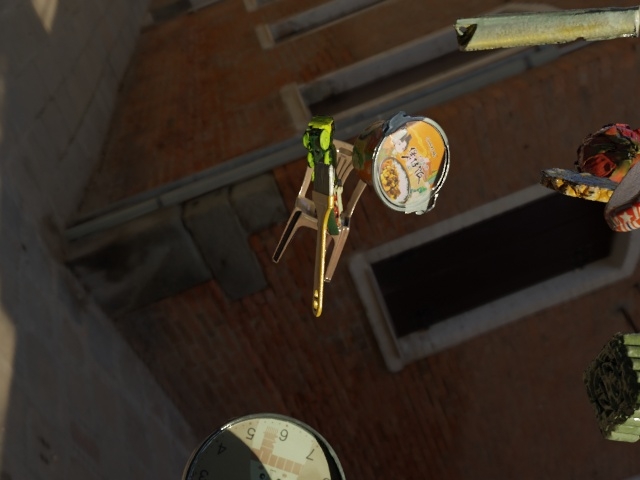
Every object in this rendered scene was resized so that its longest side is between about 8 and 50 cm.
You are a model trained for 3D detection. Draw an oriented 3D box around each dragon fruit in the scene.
[{"bbox_3d":[0.839,-0.233,2.411,0.293,0.233,0.234,114,-44,-70],"label":"dragon fruit"}]

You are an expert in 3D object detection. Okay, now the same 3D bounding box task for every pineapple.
[{"bbox_3d":[0.586,-0.117,1.903,0.221,0.221,0.047,-107,-155,-74],"label":"pineapple"}]

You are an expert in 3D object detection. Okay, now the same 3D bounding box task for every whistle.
[{"bbox_3d":[0.403,-0.384,1.545,0.068,0.326,0.057,67,30,-49],"label":"whistle"}]

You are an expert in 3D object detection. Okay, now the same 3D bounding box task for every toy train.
[{"bbox_3d":[0.012,-0.121,1.692,0.085,0.053,0.250,-61,150,-45],"label":"toy train"}]

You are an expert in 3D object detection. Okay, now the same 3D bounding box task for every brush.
[{"bbox_3d":[0.000,0.000,1.505,0.103,0.013,0.272,-152,-116,-72],"label":"brush"}]

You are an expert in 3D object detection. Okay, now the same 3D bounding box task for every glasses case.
[{"bbox_3d":[0.442,-0.066,1.171,0.049,0.073,0.194,55,47,-7],"label":"glasses case"}]

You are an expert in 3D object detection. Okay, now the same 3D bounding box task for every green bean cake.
[{"bbox_3d":[0.638,0.308,1.803,0.183,0.094,0.185,111,-21,-46],"label":"green bean cake"}]

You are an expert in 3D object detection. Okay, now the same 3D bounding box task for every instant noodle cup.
[{"bbox_3d":[0.140,-0.156,1.631,0.125,0.177,0.208,29,-45,55],"label":"instant noodle cup"}]

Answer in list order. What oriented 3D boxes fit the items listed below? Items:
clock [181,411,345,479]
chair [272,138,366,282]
[{"bbox_3d":[-0.124,0.574,1.924,0.076,0.386,0.386,117,-46,-67],"label":"clock"},{"bbox_3d":[0.013,-0.087,2.280,0.183,0.175,0.326,-84,-166,-68],"label":"chair"}]
